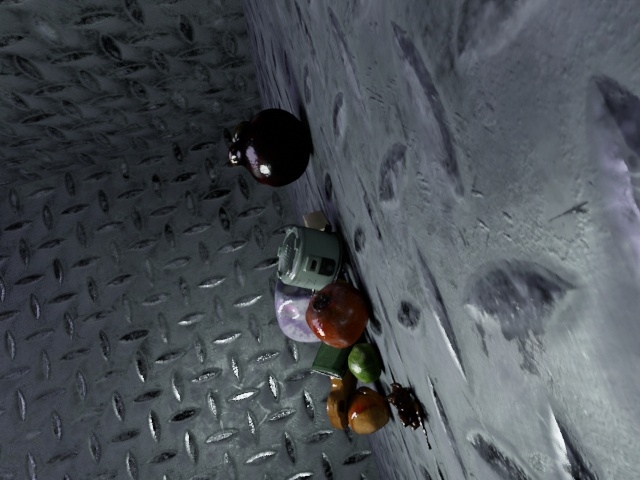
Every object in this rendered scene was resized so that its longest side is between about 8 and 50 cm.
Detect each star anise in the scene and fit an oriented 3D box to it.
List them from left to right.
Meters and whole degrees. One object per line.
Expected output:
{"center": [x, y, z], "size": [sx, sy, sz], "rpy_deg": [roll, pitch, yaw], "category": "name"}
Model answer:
{"center": [0.240, 0.466, 1.179], "size": [0.097, 0.070, 0.191], "rpy_deg": [35, -154, -51], "category": "star anise"}

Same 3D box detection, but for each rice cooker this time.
{"center": [-0.027, 0.070, 1.662], "size": [0.241, 0.226, 0.281], "rpy_deg": [21, 97, 67], "category": "rice cooker"}

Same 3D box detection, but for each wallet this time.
{"center": [0.070, 0.416, 1.735], "size": [0.160, 0.236, 0.055], "rpy_deg": [2, 144, 41], "category": "wallet"}

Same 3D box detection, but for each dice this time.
{"center": [-0.043, 0.273, 1.984], "size": [0.270, 0.269, 0.272], "rpy_deg": [-78, -22, -58], "category": "dice"}

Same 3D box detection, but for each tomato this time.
{"center": [0.064, 0.258, 1.529], "size": [0.189, 0.231, 0.232], "rpy_deg": [57, -177, -29], "category": "tomato"}

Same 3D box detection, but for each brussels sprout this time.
{"center": [0.160, 0.446, 1.617], "size": [0.155, 0.117, 0.155], "rpy_deg": [159, 90, -79], "category": "brussels sprout"}

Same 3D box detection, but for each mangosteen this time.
{"center": [-0.192, -0.346, 1.669], "size": [0.297, 0.312, 0.298], "rpy_deg": [173, 90, -78], "category": "mangosteen"}

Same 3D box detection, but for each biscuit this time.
{"center": [0.112, 0.564, 1.898], "size": [0.350, 0.078, 0.456], "rpy_deg": [57, -143, -67], "category": "biscuit"}

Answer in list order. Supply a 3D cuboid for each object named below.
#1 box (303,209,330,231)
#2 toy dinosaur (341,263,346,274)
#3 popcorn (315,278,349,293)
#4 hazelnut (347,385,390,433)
{"center": [0.000, 0.000, 1.947], "size": [0.168, 0.094, 0.212], "rpy_deg": [-119, 14, -58], "category": "box"}
{"center": [0.083, 0.104, 1.776], "size": [0.083, 0.030, 0.047], "rpy_deg": [81, 171, -49], "category": "toy dinosaur"}
{"center": [0.057, 0.233, 1.747], "size": [0.179, 0.170, 0.180], "rpy_deg": [16, -111, -47], "category": "popcorn"}
{"center": [0.196, 0.682, 1.774], "size": [0.182, 0.181, 0.182], "rpy_deg": [163, 90, -84], "category": "hazelnut"}
